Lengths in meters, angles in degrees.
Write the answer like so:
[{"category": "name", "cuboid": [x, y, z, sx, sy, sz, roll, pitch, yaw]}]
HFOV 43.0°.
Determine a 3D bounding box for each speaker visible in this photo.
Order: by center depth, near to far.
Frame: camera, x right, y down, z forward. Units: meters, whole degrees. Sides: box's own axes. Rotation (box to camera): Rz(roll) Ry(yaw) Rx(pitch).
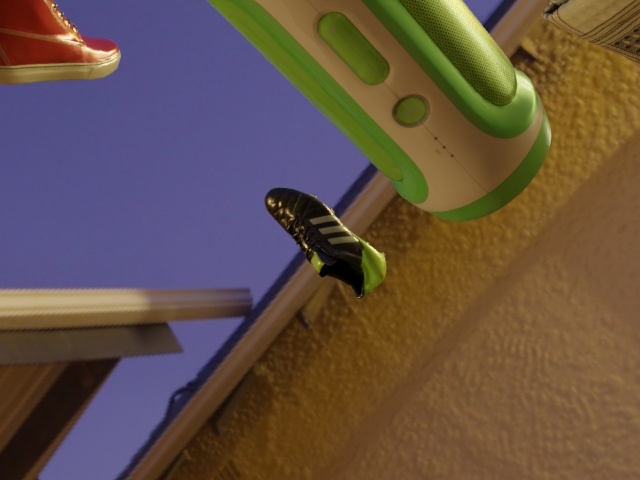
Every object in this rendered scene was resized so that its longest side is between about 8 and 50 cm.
[{"category": "speaker", "cuboid": [0.029, -0.139, 0.533, 0.131, 0.131, 0.296, -44, -59, 9]}]

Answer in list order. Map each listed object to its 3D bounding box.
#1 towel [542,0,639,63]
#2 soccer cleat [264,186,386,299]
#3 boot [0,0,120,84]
[{"category": "towel", "cuboid": [0.477, -0.272, 0.931, 0.312, 0.056, 0.324, 18, -19, -18]}, {"category": "soccer cleat", "cuboid": [0.000, 0.000, 0.984, 0.072, 0.179, 0.060, -48, -7, -46]}, {"category": "boot", "cuboid": [-0.372, -0.319, 1.146, 0.244, 0.088, 0.176, -25, -51, -58]}]
